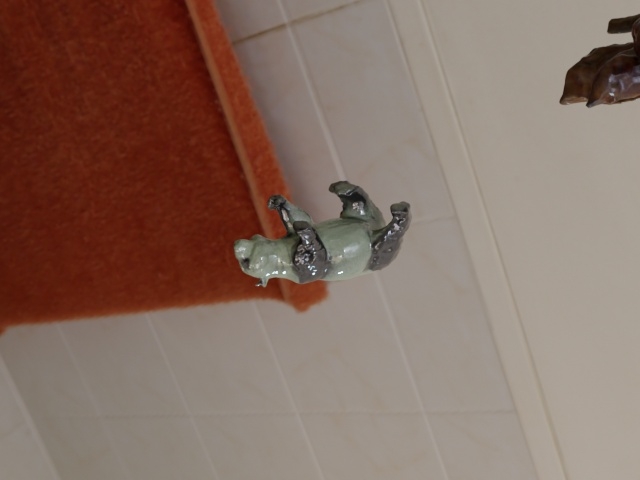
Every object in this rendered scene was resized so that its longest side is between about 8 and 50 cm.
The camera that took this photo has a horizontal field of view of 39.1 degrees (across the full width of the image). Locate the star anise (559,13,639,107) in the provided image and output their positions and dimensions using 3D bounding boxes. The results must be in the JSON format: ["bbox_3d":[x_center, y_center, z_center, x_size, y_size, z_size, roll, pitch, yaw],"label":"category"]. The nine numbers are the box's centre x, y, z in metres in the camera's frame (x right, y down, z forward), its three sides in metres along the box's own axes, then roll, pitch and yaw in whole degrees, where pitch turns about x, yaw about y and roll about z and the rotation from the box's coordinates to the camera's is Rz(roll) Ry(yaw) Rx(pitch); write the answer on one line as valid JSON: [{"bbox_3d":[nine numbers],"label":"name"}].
[{"bbox_3d":[0.338,-0.176,0.841,0.212,0.111,0.196,2,175,11],"label":"star anise"}]

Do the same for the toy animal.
[{"bbox_3d":[0.000,0.000,1.158,0.225,0.121,0.094,-12,-139,-23],"label":"toy animal"}]
